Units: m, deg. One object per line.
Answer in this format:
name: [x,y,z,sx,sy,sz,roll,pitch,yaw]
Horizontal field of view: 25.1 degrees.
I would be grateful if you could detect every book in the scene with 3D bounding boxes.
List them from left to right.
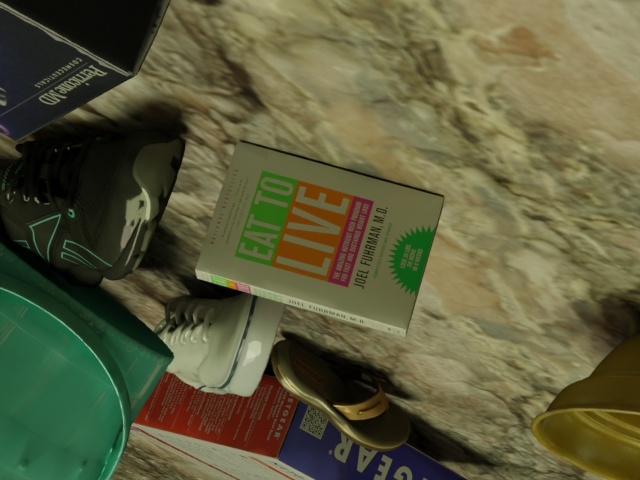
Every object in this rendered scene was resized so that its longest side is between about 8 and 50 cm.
book: [0.000,0.000,0.953,0.144,0.096,0.035,15,160,6]

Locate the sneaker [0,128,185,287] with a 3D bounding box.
sneaker: [-0.177,-0.026,1.030,0.106,0.101,0.267,26,158,-16]

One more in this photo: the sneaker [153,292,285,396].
sneaker: [-0.099,0.089,1.275,0.091,0.094,0.258,20,160,-12]

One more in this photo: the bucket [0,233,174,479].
bucket: [-0.269,0.097,1.187,0.281,0.183,0.281,37,178,1]

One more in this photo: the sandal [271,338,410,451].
sandal: [0.029,0.145,1.379,0.049,0.072,0.180,-37,122,26]

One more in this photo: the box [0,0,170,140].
box: [-0.188,-0.152,0.692,0.207,0.108,0.153,28,157,-25]

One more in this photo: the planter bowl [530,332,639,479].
planter bowl: [0.272,0.124,1.063,0.217,0.090,0.217,16,159,6]

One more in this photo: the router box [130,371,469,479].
router box: [-0.024,0.237,1.578,0.301,0.082,0.335,5,157,46]
